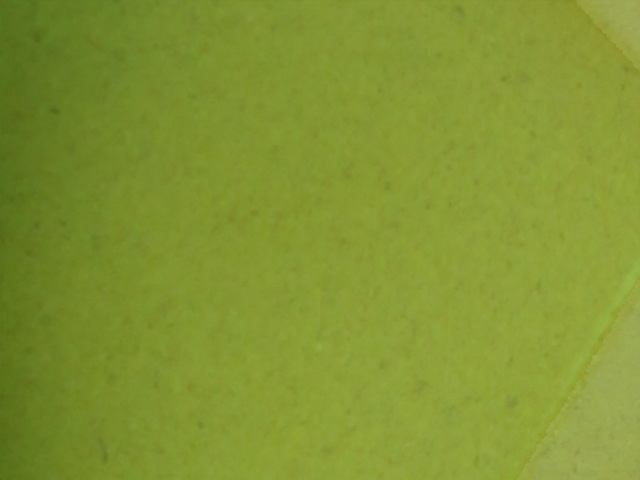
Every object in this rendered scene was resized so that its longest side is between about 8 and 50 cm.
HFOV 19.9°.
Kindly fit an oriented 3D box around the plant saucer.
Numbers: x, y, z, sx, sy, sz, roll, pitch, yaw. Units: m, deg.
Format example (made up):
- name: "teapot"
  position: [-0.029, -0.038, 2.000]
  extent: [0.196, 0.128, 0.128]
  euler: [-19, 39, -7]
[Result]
- name: "plant saucer"
  position: [0.000, 0.000, 0.513]
  extent: [0.333, 0.081, 0.332]
  euler: [42, 75, -29]
